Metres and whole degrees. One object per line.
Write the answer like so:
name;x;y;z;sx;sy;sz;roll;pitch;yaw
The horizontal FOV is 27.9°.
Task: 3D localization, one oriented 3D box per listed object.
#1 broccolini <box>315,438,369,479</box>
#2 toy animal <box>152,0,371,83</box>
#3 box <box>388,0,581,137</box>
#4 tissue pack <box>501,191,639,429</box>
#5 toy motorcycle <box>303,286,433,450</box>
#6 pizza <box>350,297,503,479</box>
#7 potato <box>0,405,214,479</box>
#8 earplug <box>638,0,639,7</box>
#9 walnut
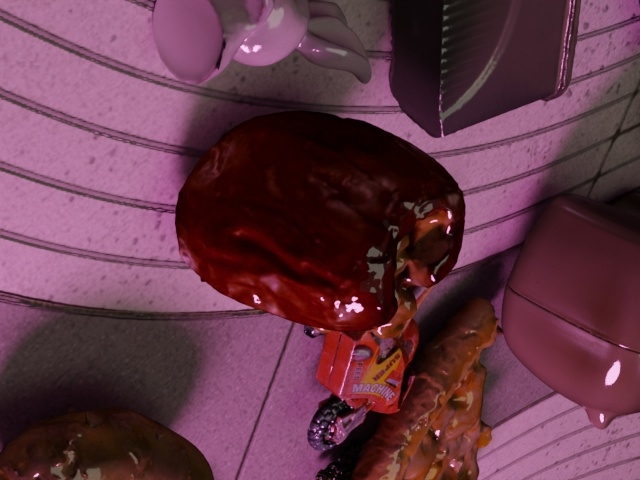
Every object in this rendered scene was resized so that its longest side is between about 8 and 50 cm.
broccolini;-0.002;0.388;1.800;0.123;0.062;0.271;24;105;-45
toy animal;-0.035;-0.215;1.207;0.221;0.104;0.130;-12;128;-39
box;0.174;-0.249;1.367;0.178;0.138;0.274;-26;136;-22
tissue pack;0.431;0.089;1.787;0.387;0.267;0.276;-3;119;-53
toy motorcycle;0.063;0.130;1.612;0.171;0.089;0.298;-12;128;-40
pizza;0.124;0.333;1.786;0.392;0.080;0.435;-40;140;-34
potato;-0.233;0.265;1.392;0.192;0.141;0.296;-35;144;8
earplug;0.443;-0.329;1.577;0.132;0.132;0.273;-44;139;-7
walnut;0.000;0.000;1.298;0.222;0.269;0.243;-32;136;-43
